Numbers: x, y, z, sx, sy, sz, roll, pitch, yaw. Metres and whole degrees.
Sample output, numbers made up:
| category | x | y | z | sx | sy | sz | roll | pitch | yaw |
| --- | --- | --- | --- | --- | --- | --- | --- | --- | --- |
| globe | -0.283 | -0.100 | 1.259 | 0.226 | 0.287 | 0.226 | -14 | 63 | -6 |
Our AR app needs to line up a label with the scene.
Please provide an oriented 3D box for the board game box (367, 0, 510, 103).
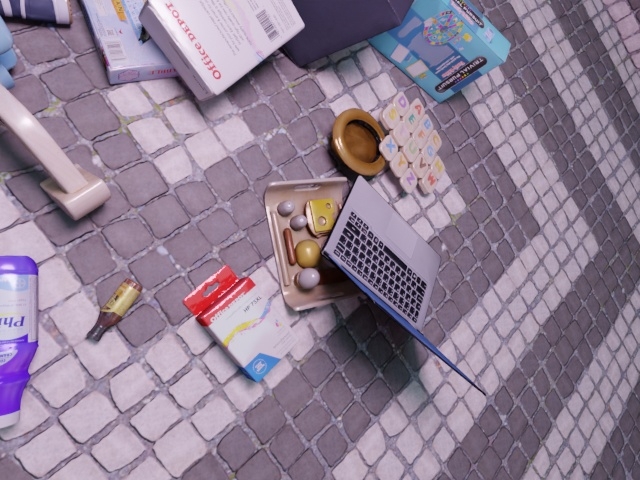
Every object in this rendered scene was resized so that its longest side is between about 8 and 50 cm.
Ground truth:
| category | x | y | z | sx | sy | sz | roll | pitch | yaw |
| --- | --- | --- | --- | --- | --- | --- | --- | --- | --- |
| board game box | 0.321 | -0.577 | 1.159 | 0.336 | 0.254 | 0.079 | 32 | 68 | -19 |

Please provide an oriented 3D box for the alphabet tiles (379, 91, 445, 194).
| category | x | y | z | sx | sy | sz | roll | pitch | yaw |
| --- | --- | --- | --- | --- | --- | --- | --- | --- | --- |
| alphabet tiles | 0.272 | -0.280 | 1.175 | 0.284 | 0.021 | 0.278 | 53 | 53 | -21 |

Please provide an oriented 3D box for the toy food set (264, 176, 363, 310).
| category | x | y | z | sx | sy | sz | roll | pitch | yaw |
| --- | --- | --- | --- | --- | --- | --- | --- | --- | --- |
| toy food set | 0.000 | 0.000 | 0.991 | 0.220 | 0.092 | 0.305 | -9 | 86 | -27 |

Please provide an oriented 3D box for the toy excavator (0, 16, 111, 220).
| category | x | y | z | sx | sy | sz | roll | pitch | yaw |
| --- | --- | --- | --- | --- | --- | --- | --- | --- | --- |
| toy excavator | -0.572 | -0.275 | 0.656 | 0.445 | 0.433 | 0.222 | 40 | 63 | 15 |

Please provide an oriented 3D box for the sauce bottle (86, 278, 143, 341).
| category | x | y | z | sx | sy | sz | roll | pitch | yaw |
| --- | --- | --- | --- | --- | --- | --- | --- | --- | --- |
| sauce bottle | -0.404 | 0.136 | 0.793 | 0.042 | 0.042 | 0.128 | 37 | 65 | -17 |

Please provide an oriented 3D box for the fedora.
| category | x | y | z | sx | sy | sz | roll | pitch | yaw |
| --- | --- | --- | --- | --- | --- | --- | --- | --- | --- |
| fedora | 0.094 | -0.255 | 1.087 | 0.194 | 0.079 | 0.194 | 7 | 78 | -37 |

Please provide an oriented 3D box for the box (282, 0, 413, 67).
| category | x | y | z | sx | sy | sz | roll | pitch | yaw |
| --- | --- | --- | --- | --- | --- | --- | --- | --- | --- |
| box | 0.069 | -0.631 | 0.974 | 0.179 | 0.343 | 0.312 | 44 | 64 | -35 |

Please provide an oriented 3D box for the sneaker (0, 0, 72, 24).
| category | x | y | z | sx | sy | sz | roll | pitch | yaw |
| --- | --- | --- | --- | --- | --- | --- | --- | --- | --- |
| sneaker | -0.601 | -0.563 | 0.779 | 0.153 | 0.099 | 0.282 | -17 | 92 | -30 |

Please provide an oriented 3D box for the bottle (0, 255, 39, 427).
| category | x | y | z | sx | sy | sz | roll | pitch | yaw |
| --- | --- | --- | --- | --- | --- | --- | --- | --- | --- |
| bottle | -0.549 | 0.168 | 0.686 | 0.118 | 0.092 | 0.282 | 0 | 82 | -28 |

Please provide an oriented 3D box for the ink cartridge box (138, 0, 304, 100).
| category | x | y | z | sx | sy | sz | roll | pitch | yaw |
| --- | --- | --- | --- | --- | --- | --- | --- | --- | --- |
| ink cartridge box | -0.204 | -0.464 | 0.861 | 0.278 | 0.117 | 0.201 | -46 | 120 | -18 |

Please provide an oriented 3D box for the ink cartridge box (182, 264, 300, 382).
| category | x | y | z | sx | sy | sz | roll | pitch | yaw |
| --- | --- | --- | --- | --- | --- | --- | --- | --- | --- |
| ink cartridge box | -0.172 | 0.175 | 0.883 | 0.134 | 0.078 | 0.231 | -43 | 101 | -26 |

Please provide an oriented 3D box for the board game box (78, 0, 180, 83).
| category | x | y | z | sx | sy | sz | roll | pitch | yaw |
| --- | --- | --- | --- | --- | --- | --- | --- | --- | --- |
| board game box | -0.362 | -0.533 | 0.911 | 0.318 | 0.066 | 0.318 | -20 | 91 | -29 |

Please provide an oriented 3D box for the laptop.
| category | x | y | z | sx | sy | sz | roll | pitch | yaw |
| --- | --- | --- | --- | --- | --- | --- | --- | --- | --- |
| laptop | 0.219 | 0.077 | 0.949 | 0.382 | 0.236 | 0.407 | 41 | 56 | -25 |
